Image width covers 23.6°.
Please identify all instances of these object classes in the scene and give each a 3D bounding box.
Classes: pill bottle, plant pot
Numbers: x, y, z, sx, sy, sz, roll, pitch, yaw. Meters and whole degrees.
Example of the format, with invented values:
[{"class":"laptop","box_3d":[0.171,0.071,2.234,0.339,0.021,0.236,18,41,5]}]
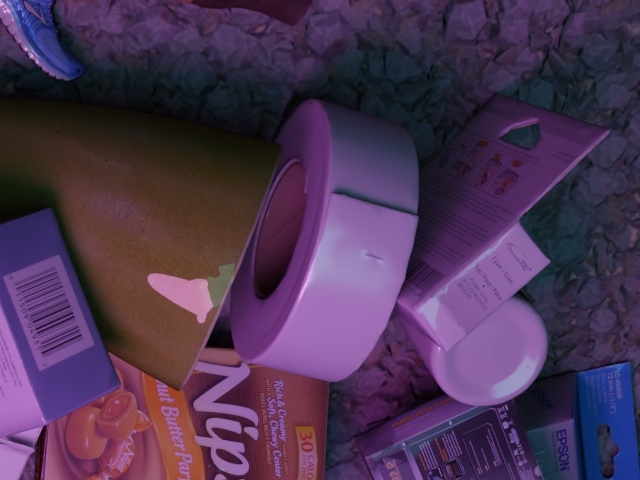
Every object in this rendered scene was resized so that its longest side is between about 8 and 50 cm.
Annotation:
[{"class":"pill bottle","box_3d":[0.154,0.076,1.693,0.131,0.229,0.131,-5,113,-12]},{"class":"plant pot","box_3d":[-0.227,-0.027,1.561,0.293,0.275,0.275,22,106,-6]}]

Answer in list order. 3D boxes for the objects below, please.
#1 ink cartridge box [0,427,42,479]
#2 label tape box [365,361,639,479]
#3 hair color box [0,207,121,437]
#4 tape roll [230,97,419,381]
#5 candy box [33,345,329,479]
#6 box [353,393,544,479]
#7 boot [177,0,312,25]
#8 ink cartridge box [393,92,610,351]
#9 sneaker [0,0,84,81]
[{"class":"ink cartridge box","box_3d":[-0.360,0.195,1.660,0.092,0.143,0.090,20,106,-20]},{"class":"label tape box","box_3d":[0.246,0.314,1.881,0.347,0.115,0.249,-12,114,-7]},{"class":"hair color box","box_3d":[-0.387,0.113,1.496,0.374,0.113,0.185,-18,94,36]},{"class":"tape roll","box_3d":[0.000,0.000,1.592,0.100,0.286,0.286,16,107,-18]},{"class":"candy box","box_3d":[-0.153,0.209,1.711,0.316,0.087,0.183,6,81,-16]},{"class":"box","box_3d":[0.163,0.289,1.760,0.183,0.056,0.231,-25,113,-3]},{"class":"boot","box_3d":[-0.076,-0.353,1.555,0.206,0.090,0.248,10,108,-30]},{"class":"ink cartridge box","box_3d":[0.161,-0.028,1.598,0.261,0.296,0.066,-42,109,-3]},{"class":"sneaker","box_3d":[-0.285,-0.231,1.549,0.073,0.063,0.162,-36,116,-2]}]
